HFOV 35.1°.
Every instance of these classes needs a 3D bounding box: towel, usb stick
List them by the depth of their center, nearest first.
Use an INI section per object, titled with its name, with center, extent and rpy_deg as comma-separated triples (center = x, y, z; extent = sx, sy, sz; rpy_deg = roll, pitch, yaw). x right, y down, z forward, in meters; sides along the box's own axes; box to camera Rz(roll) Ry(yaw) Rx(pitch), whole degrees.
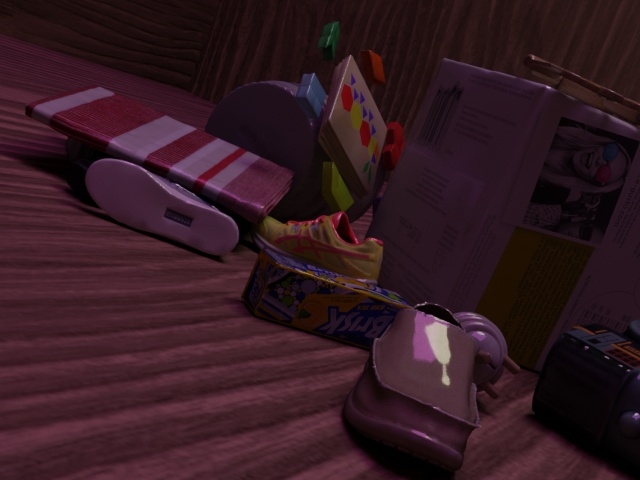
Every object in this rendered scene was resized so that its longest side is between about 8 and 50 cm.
[usb stick]
center = -0.197, -0.052, 1.296
extent = 0.278, 0.045, 0.077
rpy_deg = 13, 20, -50
[towel]
center = -0.204, -0.120, 1.361
extent = 0.328, 0.037, 0.237
rpy_deg = 24, 16, 2

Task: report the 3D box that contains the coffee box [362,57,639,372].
[coffee box]
center = 0.301, -0.025, 1.417
extent = 0.334, 0.338, 0.337
rpy_deg = 20, 10, -20

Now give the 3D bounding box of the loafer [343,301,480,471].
[loafer]
center = 0.081, 0.109, 0.846
extent = 0.101, 0.092, 0.268
rpy_deg = 22, 8, -3

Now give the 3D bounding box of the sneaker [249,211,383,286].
[sneaker]
center = 0.000, 0.000, 1.313
extent = 0.208, 0.094, 0.081
rpy_deg = 26, 10, 29

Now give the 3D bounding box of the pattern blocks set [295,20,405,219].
[pattern blocks set]
center = 0.050, -0.164, 1.514
extent = 0.026, 0.285, 0.325
rpy_deg = -1, -45, 26

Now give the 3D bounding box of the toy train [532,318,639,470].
[toy train]
center = 0.377, 0.190, 1.026
extent = 0.190, 0.142, 0.334
rpy_deg = -4, 27, -45

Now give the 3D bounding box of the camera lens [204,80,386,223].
[camera lens]
center = -0.034, -0.133, 1.620
extent = 0.219, 0.219, 0.274
rpy_deg = 27, 9, 25

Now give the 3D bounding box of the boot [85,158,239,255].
[boot]
center = -0.188, -0.038, 1.191
extent = 0.190, 0.069, 0.086
rpy_deg = 29, 0, -13

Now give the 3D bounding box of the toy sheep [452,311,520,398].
[toy sheep]
center = 0.149, 0.115, 1.021
extent = 0.091, 0.091, 0.132
rpy_deg = 21, -10, -11

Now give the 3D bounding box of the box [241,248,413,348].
[box]
center = 0.009, 0.065, 1.044
extent = 0.168, 0.059, 0.054
rpy_deg = 19, 10, -24

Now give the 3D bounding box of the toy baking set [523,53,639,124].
[toy baking set]
center = 0.369, -0.161, 1.240
extent = 0.256, 0.030, 0.197
rpy_deg = 21, 15, -13

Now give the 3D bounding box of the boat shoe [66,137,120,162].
[boat shoe]
center = -0.329, -0.151, 1.486
extent = 0.070, 0.078, 0.219
rpy_deg = 19, 17, -21
